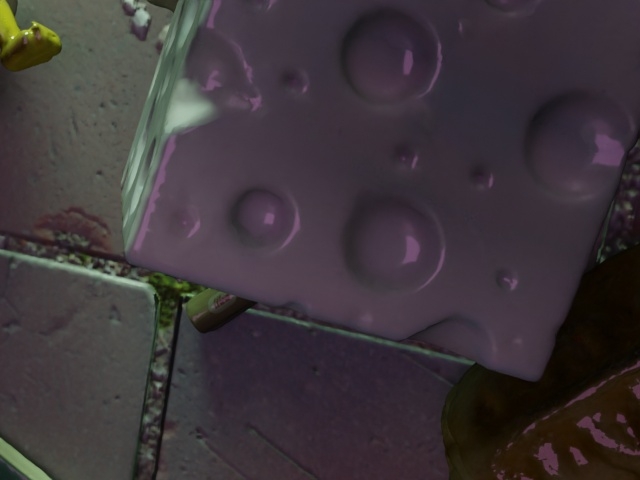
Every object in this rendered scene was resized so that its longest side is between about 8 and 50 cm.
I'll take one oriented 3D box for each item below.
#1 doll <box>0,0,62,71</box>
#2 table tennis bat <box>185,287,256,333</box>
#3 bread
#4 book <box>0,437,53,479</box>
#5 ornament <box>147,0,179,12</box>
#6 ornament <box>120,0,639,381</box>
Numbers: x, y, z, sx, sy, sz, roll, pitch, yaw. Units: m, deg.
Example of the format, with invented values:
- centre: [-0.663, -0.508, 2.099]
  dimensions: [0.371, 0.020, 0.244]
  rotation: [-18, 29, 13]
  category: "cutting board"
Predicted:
- centre: [-0.326, -0.283, 0.807]
  dimensions: [0.160, 0.094, 0.365]
  rotation: [-27, 91, 13]
  category: "doll"
- centre: [0.000, 0.000, 0.806]
  dimensions: [0.246, 0.022, 0.138]
  rotation: [-31, 89, 14]
  category: "table tennis bat"
- centre: [0.201, 0.104, 0.715]
  dimensions: [0.268, 0.130, 0.152]
  rotation: [-37, 52, 16]
  category: "bread"
- centre: [-0.323, 0.294, 0.917]
  dimensions: [0.379, 0.031, 0.264]
  rotation: [38, 105, 6]
  category: "book"
- centre: [-0.065, -0.131, 0.772]
  dimensions: [0.075, 0.081, 0.156]
  rotation: [-28, 86, 11]
  category: "ornament"
- centre: [0.028, -0.088, 0.626]
  dimensions: [0.240, 0.240, 0.239]
  rotation: [17, 99, -14]
  category: "ornament"
